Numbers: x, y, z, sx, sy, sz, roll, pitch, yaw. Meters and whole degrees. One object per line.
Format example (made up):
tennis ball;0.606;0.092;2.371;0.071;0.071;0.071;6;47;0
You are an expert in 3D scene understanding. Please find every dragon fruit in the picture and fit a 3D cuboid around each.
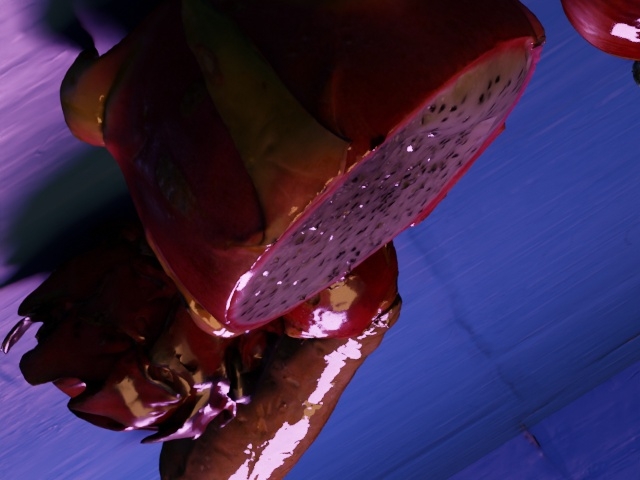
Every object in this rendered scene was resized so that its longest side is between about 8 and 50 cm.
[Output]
dragon fruit;-0.122;0.066;1.472;0.182;0.182;0.188;-9;151;-52
dragon fruit;0.000;0.000;1.619;0.125;0.125;0.246;-4;146;2
dragon fruit;-0.009;-0.096;1.202;0.291;0.189;0.290;-36;168;-9

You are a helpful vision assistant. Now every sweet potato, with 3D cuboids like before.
sweet potato;-0.039;0.150;1.930;0.130;0.130;0.422;-12;153;-48

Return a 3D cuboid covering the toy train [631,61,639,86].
toy train;0.358;-0.173;1.796;0.172;0.070;0.099;-14;149;-43

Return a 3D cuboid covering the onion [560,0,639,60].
onion;0.284;-0.223;1.395;0.248;0.161;0.248;-27;142;-24
